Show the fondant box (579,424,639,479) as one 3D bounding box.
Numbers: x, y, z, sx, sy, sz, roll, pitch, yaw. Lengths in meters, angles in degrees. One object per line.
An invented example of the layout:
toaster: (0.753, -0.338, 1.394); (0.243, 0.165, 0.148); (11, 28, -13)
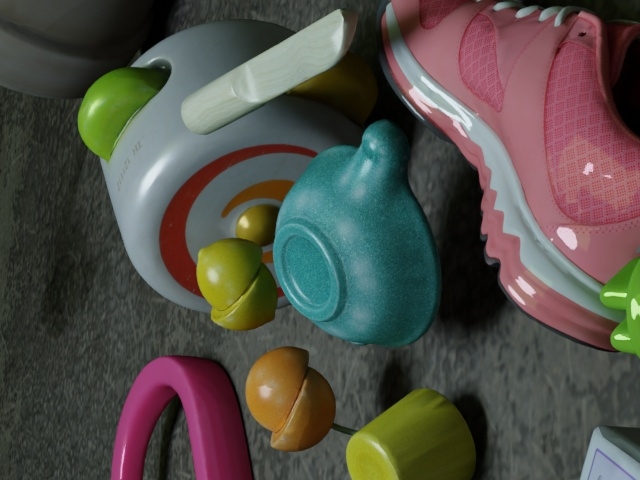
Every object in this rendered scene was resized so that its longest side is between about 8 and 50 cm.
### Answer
fondant box: (0.178, 0.239, 0.644); (0.096, 0.238, 0.330); (-144, 63, -62)

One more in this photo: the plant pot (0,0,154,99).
plant pot: (-0.245, -0.346, 1.682); (0.280, 0.323, 0.323); (-45, 42, 31)

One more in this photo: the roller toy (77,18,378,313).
roller toy: (-0.055, -0.049, 1.285); (0.146, 0.209, 0.191); (-113, 7, -47)

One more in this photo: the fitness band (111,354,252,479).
fitness band: (-0.120, 0.237, 1.521); (0.209, 0.054, 0.291); (123, 143, -45)

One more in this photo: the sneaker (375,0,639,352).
sneaker: (0.138, -0.085, 1.002); (0.136, 0.116, 0.314); (-53, 42, 28)

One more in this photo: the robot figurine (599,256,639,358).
robot figurine: (0.193, 0.033, 0.845); (0.115, 0.067, 0.101); (1, 115, 42)

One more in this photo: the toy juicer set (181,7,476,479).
toy juicer set: (0.000, 0.000, 1.149); (0.209, 0.089, 0.329); (13, 119, 50)
